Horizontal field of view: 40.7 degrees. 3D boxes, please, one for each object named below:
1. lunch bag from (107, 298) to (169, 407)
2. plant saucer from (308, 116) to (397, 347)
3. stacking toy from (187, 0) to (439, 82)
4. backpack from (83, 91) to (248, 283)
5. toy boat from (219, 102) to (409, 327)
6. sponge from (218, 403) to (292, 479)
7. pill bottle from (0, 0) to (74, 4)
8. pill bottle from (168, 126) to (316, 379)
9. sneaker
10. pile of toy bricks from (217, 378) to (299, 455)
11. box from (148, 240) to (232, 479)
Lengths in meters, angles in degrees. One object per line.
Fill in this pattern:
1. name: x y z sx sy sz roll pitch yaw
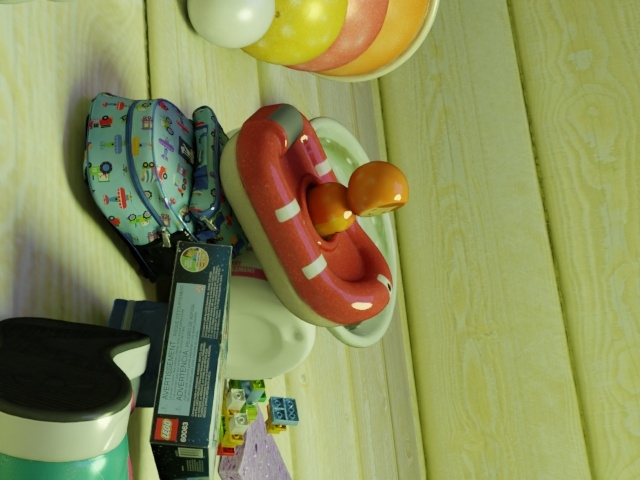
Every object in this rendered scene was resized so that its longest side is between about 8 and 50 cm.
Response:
1. lunch bag: -0.164 0.103 0.763 0.067 0.065 0.098 96 -3 -50
2. plant saucer: 0.012 -0.009 1.494 0.400 0.100 0.401 36 48 -55
3. stacking toy: -0.039 -0.373 1.310 0.480 0.350 0.351 -43 125 -57
4. backpack: -0.151 -0.065 0.835 0.173 0.116 0.158 60 23 -53
5. toy boat: 0.016 -0.031 0.841 0.231 0.151 0.151 64 26 -18
6. sponge: -0.076 0.309 1.108 0.117 0.031 0.210 -85 162 -49
7. pill bottle: -0.222 -0.234 0.530 0.272 0.152 0.152 -6 87 -79
8. pill bottle: -0.081 0.004 1.000 0.283 0.160 0.160 -88 164 -45
9. sneaker: -0.170 0.154 0.563 0.295 0.123 0.178 -153 -107 -80
10. pile of toy bricks: -0.088 0.167 1.041 0.212 0.118 0.105 -103 -148 -41
11. box: -0.106 0.124 0.732 0.233 0.044 0.159 103 -9 -62
